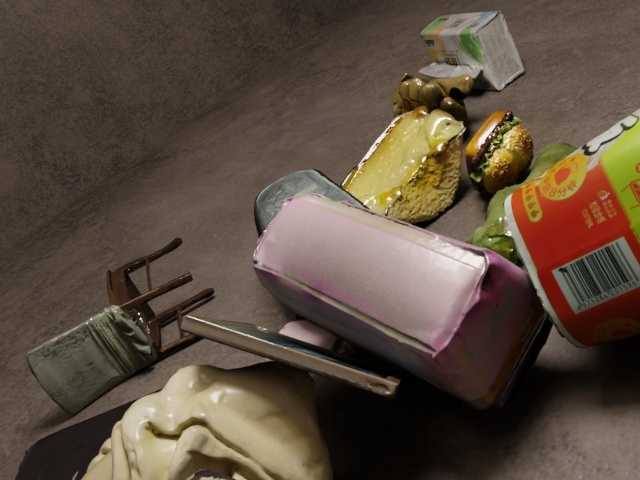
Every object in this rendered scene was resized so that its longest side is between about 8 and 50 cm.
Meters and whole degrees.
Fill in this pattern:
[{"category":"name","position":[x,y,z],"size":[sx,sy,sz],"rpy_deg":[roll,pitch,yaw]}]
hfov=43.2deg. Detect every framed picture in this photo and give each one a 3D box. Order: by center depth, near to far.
[{"category":"framed picture","position":[-0.014,0.136,0.953],"size":[0.315,0.232,0.024],"rpy_deg":[53,-125,-80]}]

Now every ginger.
[{"category":"ginger","position":[0.329,-0.067,1.261],"size":[0.290,0.089,0.137],"rpy_deg":[-47,3,-24]}]

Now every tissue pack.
[{"category":"tissue pack","position":[0.329,-0.427,1.874],"size":[0.145,0.159,0.229],"rpy_deg":[-36,25,-14]}]

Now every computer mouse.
[{"category":"computer mouse","position":[0.003,0.001,1.332],"size":[0.203,0.114,0.374],"rpy_deg":[-29,33,-3]}]

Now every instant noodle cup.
[{"category":"instant noodle cup","position":[0.388,-0.033,0.870],"size":[0.308,0.294,0.294],"rpy_deg":[-30,20,31]}]

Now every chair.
[{"category":"chair","position":[-0.356,0.154,1.481],"size":[0.319,0.160,0.186],"rpy_deg":[-29,29,-1]}]

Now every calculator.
[{"category":"calculator","position":[-0.011,0.157,1.245],"size":[0.175,0.032,0.100],"rpy_deg":[-11,29,35]}]

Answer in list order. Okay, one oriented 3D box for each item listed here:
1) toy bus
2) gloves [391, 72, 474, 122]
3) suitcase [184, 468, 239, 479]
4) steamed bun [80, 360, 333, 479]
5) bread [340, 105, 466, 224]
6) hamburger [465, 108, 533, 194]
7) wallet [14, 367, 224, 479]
[{"category":"toy bus","position":[0.076,0.048,0.994],"size":[0.386,0.162,0.171],"rpy_deg":[21,71,45]},{"category":"gloves","position":[0.233,-0.284,1.727],"size":[0.154,0.141,0.331],"rpy_deg":[-3,14,-5]},{"category":"suitcase","position":[0.001,0.337,0.490],"size":[0.194,0.351,0.339],"rpy_deg":[-35,24,-35]},{"category":"steamed bun","position":[-0.124,0.288,0.858],"size":[0.289,0.275,0.203],"rpy_deg":[-8,33,-13]},{"category":"bread","position":[0.167,-0.114,1.468],"size":[0.251,0.133,0.174],"rpy_deg":[-52,36,-8]},{"category":"hamburger","position":[0.303,-0.134,1.360],"size":[0.087,0.166,0.137],"rpy_deg":[36,87,22]},{"category":"wallet","position":[-0.317,0.318,1.241],"size":[0.378,0.051,0.197],"rpy_deg":[-23,24,16]}]
